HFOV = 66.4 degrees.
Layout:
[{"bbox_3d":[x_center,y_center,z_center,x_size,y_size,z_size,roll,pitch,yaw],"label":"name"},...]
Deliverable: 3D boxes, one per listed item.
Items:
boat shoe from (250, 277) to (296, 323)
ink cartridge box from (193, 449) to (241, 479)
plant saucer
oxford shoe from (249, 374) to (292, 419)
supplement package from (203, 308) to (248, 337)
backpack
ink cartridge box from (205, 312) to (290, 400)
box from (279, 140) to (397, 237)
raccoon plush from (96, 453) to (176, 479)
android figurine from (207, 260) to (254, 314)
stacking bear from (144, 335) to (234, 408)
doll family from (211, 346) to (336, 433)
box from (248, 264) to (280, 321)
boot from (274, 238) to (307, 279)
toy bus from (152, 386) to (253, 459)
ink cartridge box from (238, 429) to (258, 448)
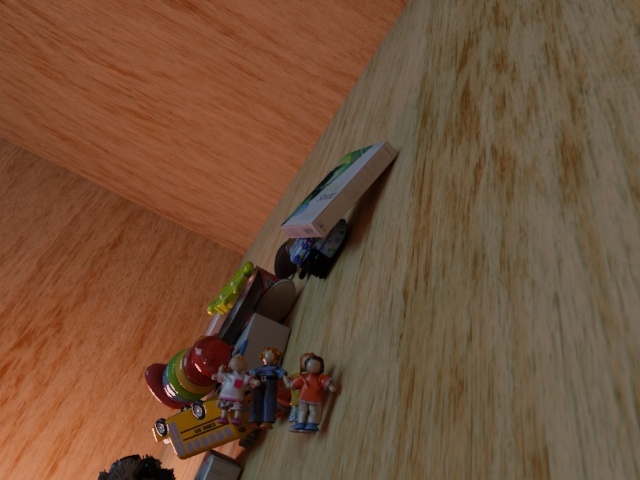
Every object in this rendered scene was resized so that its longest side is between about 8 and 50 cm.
[{"bbox_3d":[-0.182,0.255,1.654,0.335,0.112,0.095,-63,16,18],"label":"boat shoe"},{"bbox_3d":[-0.296,0.673,1.285,0.209,0.086,0.153,-68,12,-19],"label":"ink cartridge box"},{"bbox_3d":[-0.267,0.239,1.610,0.311,0.050,0.311,-57,9,13],"label":"plant saucer"},{"bbox_3d":[-0.093,0.373,1.143,0.271,0.096,0.099,168,94,-66],"label":"oxford shoe"},{"bbox_3d":[-0.395,0.432,2.006,0.293,0.177,0.175,-65,13,-8],"label":"supplement package"},{"bbox_3d":[0.000,0.000,1.424,0.173,0.116,0.158,-56,14,17],"label":"backpack"},{"bbox_3d":[-0.232,0.403,1.495,0.307,0.129,0.223,-52,16,41],"label":"ink cartridge box"},{"bbox_3d":[0.045,-0.137,1.362,0.322,0.058,0.232,-47,18,-18],"label":"box"},{"bbox_3d":[-0.532,0.729,1.200,0.446,0.216,0.299,-29,-25,-50],"label":"raccoon plush"},{"bbox_3d":[-0.341,0.190,1.889,0.248,0.056,0.273,-47,12,2],"label":"android figurine"},{"bbox_3d":[-0.360,0.371,1.427,0.175,0.164,0.289,-11,-23,-48],"label":"stacking bear"},{"bbox_3d":[-0.084,0.298,0.994,0.118,0.262,0.163,58,-146,-57],"label":"doll family"},{"bbox_3d":[-0.227,0.215,1.879,0.123,0.128,0.257,-57,13,14],"label":"box"},{"bbox_3d":[-0.071,0.073,1.714,0.264,0.096,0.280,-53,21,11],"label":"boot"},{"bbox_3d":[-0.312,0.493,1.320,0.332,0.130,0.108,-33,-11,32],"label":"toy bus"},{"bbox_3d":[-0.186,0.500,1.337,0.063,0.029,0.115,-53,15,39],"label":"ink cartridge box"}]
